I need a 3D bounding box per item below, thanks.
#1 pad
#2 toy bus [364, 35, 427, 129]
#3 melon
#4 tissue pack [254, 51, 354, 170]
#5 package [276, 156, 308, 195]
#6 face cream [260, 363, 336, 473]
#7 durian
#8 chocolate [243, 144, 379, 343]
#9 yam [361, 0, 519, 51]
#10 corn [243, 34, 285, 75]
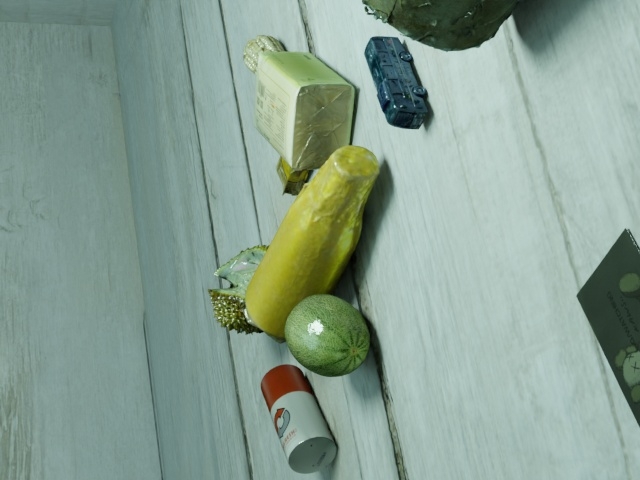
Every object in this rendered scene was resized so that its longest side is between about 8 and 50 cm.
[{"bbox_3d":[0.338,0.097,1.124,0.127,0.004,0.190,112,150,-47],"label":"pad"},{"bbox_3d":[0.115,-0.244,1.607,0.047,0.065,0.166,115,148,-48],"label":"toy bus"},{"bbox_3d":[0.009,0.163,1.816,0.192,0.139,0.139,25,115,59],"label":"melon"},{"bbox_3d":[-0.034,-0.243,1.920,0.234,0.125,0.159,-131,43,-58],"label":"tissue pack"},{"bbox_3d":[-0.050,-0.150,2.081,0.131,0.047,0.071,119,146,-57],"label":"package"},{"bbox_3d":[-0.046,0.345,2.041,0.214,0.095,0.096,-118,33,-51],"label":"face cream"},{"bbox_3d":[-0.131,0.122,2.178,0.138,0.193,0.237,51,-174,-23],"label":"durian"},{"bbox_3d":[0.000,0.000,1.856,0.445,0.162,0.162,118,144,-46],"label":"chocolate"},{"bbox_3d":[0.180,-0.398,1.199,0.348,0.240,0.241,114,148,-55],"label":"yam"},{"bbox_3d":[-0.101,-0.354,2.148,0.211,0.087,0.087,-118,33,-52],"label":"corn"}]
